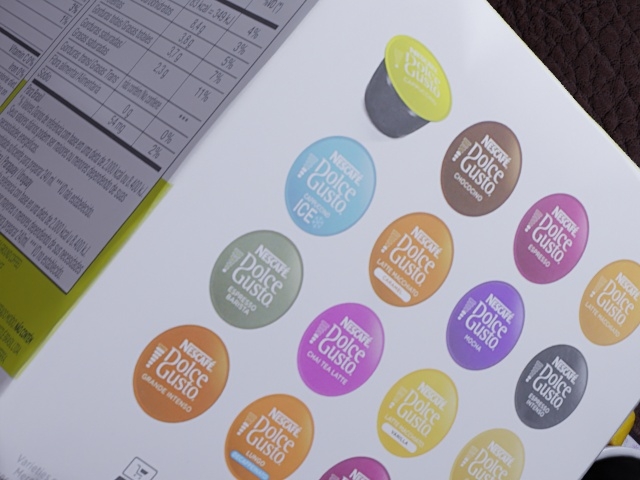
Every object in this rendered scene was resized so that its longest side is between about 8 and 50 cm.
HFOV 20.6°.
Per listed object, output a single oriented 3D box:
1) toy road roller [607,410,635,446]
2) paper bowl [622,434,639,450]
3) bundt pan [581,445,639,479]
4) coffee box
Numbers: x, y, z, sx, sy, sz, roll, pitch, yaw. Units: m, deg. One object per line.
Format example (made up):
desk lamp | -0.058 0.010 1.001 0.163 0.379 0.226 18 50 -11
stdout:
toy road roller | 0.089 0.166 1.343 0.329 0.240 0.202 43 -24 -18
paper bowl | 0.401 0.375 2.289 0.284 0.148 0.284 46 11 -12
bundt pan | 0.153 0.294 1.178 0.331 0.331 0.124 45 -17 -19
coffee box | -0.043 0.005 1.031 0.337 0.334 0.338 42 -5 -35
